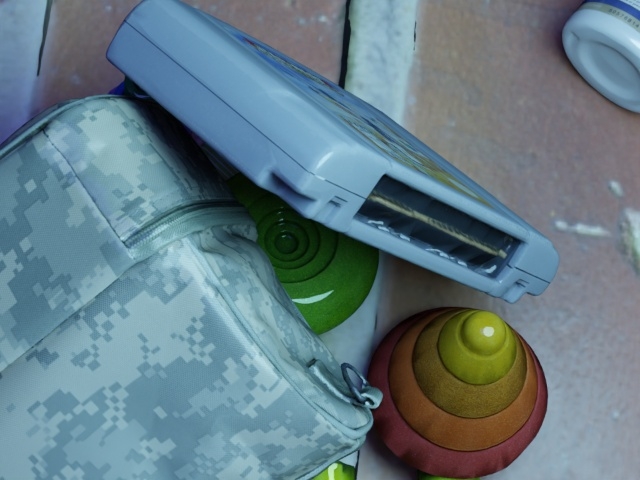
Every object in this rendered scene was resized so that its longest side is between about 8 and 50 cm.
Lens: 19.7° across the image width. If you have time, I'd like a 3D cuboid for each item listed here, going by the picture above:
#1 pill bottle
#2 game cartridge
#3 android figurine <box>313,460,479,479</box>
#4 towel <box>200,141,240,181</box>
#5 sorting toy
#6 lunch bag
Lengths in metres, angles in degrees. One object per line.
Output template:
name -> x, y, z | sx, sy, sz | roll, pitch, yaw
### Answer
pill bottle -> 0.256, -0.179, 1.299 | 0.094, 0.094, 0.169 | 39, 74, 8
game cartridge -> 0.010, -0.055, 1.118 | 0.198, 0.297, 0.062 | 45, 103, 32
android figurine -> 0.042, 0.275, 1.163 | 0.248, 0.056, 0.273 | 3, 71, -3
towel -> -0.091, 0.010, 1.256 | 0.237, 0.021, 0.102 | -43, 77, -15
sorting toy -> 0.000, 0.000, 1.180 | 0.365, 0.126, 0.127 | 39, 68, 11
lunch bag -> -0.148, 0.098, 1.096 | 0.305, 0.212, 0.256 | -38, 83, 8
